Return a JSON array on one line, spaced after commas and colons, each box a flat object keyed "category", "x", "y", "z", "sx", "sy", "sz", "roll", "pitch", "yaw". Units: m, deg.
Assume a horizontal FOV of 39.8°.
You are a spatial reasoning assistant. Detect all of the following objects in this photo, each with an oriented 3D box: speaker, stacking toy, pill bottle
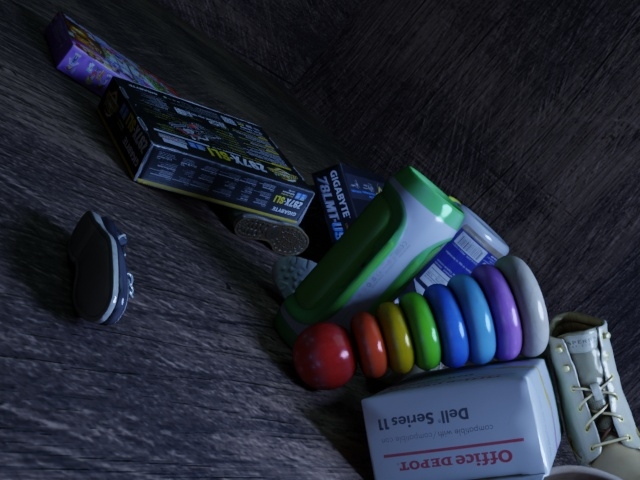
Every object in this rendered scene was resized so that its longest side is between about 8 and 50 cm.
[{"category": "speaker", "x": 0.068, "y": 0.040, "z": 1.257, "sx": 0.131, "sy": 0.296, "sz": 0.131, "roll": 39, "pitch": 11, "yaw": -9}, {"category": "stacking toy", "x": 0.125, "y": 0.127, "z": 1.175, "sx": 0.141, "sy": 0.330, "sz": 0.141, "roll": 165, "pitch": -90, "yaw": -86}, {"category": "pill bottle", "x": 0.268, "y": 0.064, "z": 1.921, "sx": 0.153, "sy": 0.265, "sz": 0.153, "roll": 40, "pitch": 12, "yaw": -10}]

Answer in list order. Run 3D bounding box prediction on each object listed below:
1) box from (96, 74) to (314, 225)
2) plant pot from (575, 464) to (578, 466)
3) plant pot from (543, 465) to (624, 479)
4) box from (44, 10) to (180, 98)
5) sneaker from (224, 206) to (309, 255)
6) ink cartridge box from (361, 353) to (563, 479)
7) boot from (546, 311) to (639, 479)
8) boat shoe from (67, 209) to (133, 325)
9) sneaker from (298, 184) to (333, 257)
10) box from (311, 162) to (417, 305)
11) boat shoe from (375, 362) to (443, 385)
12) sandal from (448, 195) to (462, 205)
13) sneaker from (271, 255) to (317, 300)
[{"category": "box", "x": -0.199, "y": -0.154, "z": 1.524, "sx": 0.322, "sy": 0.079, "sz": 0.257, "roll": 15, "pitch": 27, "yaw": -37}, {"category": "plant pot", "x": 0.408, "y": 0.416, "z": 1.222, "sx": 0.284, "sy": 0.191, "sz": 0.284, "roll": 38, "pitch": 11, "yaw": -9}, {"category": "plant pot", "x": 0.292, "y": 0.389, "z": 1.013, "sx": 0.237, "sy": 0.237, "sz": 0.110, "roll": 45, "pitch": -28, "yaw": 20}, {"category": "box", "x": -0.388, "y": -0.313, "z": 1.723, "sx": 0.293, "sy": 0.057, "sz": 0.201, "roll": 32, "pitch": 15, "yaw": -37}, {"category": "sneaker", "x": -0.100, "y": -0.036, "z": 1.589, "sx": 0.192, "sy": 0.064, "sz": 0.086, "roll": 22, "pitch": 27, "yaw": -51}, {"category": "ink cartridge box", "x": 0.181, "y": 0.227, "z": 1.106, "sx": 0.353, "sy": 0.207, "sz": 0.119, "roll": 5, "pitch": 74, "yaw": -72}, {"category": "boot", "x": 0.365, "y": 0.216, "z": 1.160, "sx": 0.262, "sy": 0.095, "sz": 0.204, "roll": -73, "pitch": 148, "yaw": -75}, {"category": "boat shoe", "x": -0.217, "y": 0.031, "z": 0.926, "sx": 0.065, "sy": 0.075, "sz": 0.206, "roll": 31, "pitch": 10, "yaw": -30}, {"category": "sneaker", "x": 0.000, "y": 0.000, "z": 1.768, "sx": 0.227, "sy": 0.087, "sz": 0.130, "roll": 71, "pitch": 19, "yaw": -60}, {"category": "box", "x": 0.099, "y": 0.008, "z": 1.745, "sx": 0.295, "sy": 0.073, "sz": 0.293, "roll": 6, "pitch": 65, "yaw": -70}, {"category": "boat shoe", "x": 0.157, "y": 0.199, "z": 1.451, "sx": 0.098, "sy": 0.109, "sz": 0.302, "roll": 42, "pitch": 6, "yaw": 11}, {"category": "sandal", "x": 0.177, "y": -0.012, "z": 1.996, "sx": 0.126, "sy": 0.317, "sz": 0.138, "roll": 72, "pitch": 4, "yaw": -51}, {"category": "sneaker", "x": 0.009, "y": 0.102, "z": 1.430, "sx": 0.235, "sy": 0.090, "sz": 0.095, "roll": 37, "pitch": -6, "yaw": -22}]
